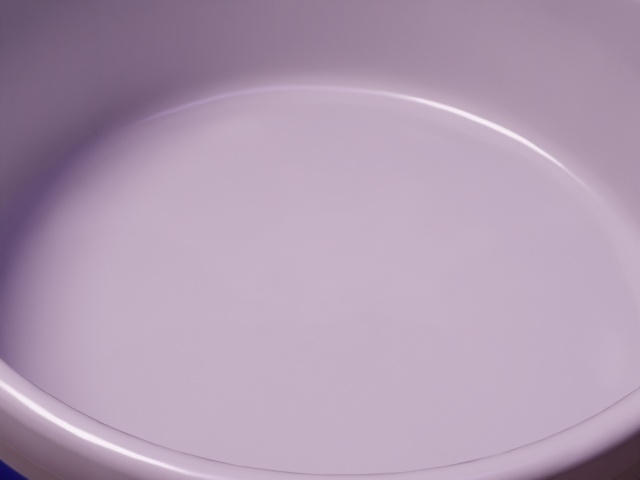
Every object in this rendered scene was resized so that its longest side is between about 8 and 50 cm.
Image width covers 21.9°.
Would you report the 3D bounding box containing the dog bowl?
[{"bbox_3d":[0.000,0.000,0.516,0.265,0.104,0.264,2,47,-2],"label":"dog bowl"}]
